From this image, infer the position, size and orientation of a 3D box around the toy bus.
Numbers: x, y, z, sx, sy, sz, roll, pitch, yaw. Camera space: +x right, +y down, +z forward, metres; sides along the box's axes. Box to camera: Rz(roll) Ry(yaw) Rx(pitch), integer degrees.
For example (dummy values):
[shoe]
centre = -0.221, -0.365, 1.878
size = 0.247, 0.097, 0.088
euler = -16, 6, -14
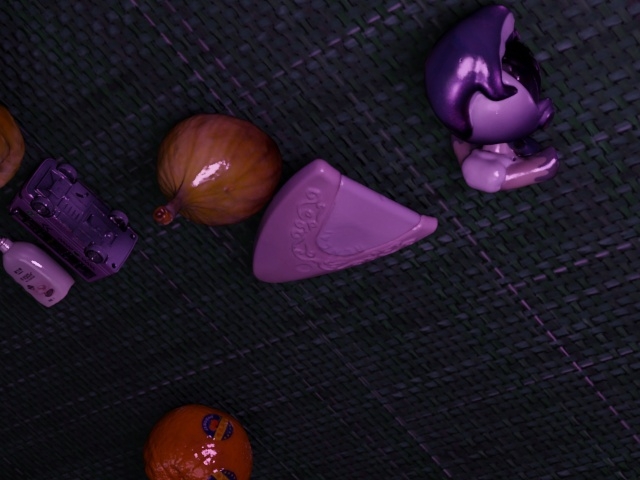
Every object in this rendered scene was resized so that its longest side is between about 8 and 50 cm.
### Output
[toy bus]
centre = -0.356, -0.025, 1.787
size = 0.098, 0.087, 0.178
euler = -23, 121, 44

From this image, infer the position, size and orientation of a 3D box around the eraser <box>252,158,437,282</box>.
[eraser]
centre = 0.000, 0.001, 1.630
size = 0.204, 0.059, 0.243
euler = 24, 138, -33

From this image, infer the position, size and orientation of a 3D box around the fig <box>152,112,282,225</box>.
[fig]
centre = -0.148, -0.090, 1.565
size = 0.160, 0.231, 0.143
euler = 10, 93, 23

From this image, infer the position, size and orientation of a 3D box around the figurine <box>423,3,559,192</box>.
[figurine]
centre = 0.180, -0.154, 1.411
size = 0.145, 0.145, 0.222
euler = 2, 132, 22

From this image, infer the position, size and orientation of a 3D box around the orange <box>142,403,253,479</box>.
[orange]
centre = -0.193, 0.344, 2.007
size = 0.177, 0.155, 0.177
euler = 7, 127, 10

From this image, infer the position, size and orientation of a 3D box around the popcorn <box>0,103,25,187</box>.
[popcorn]
centre = -0.569, -0.187, 1.639
size = 0.334, 0.293, 0.292
euler = 15, 178, 14

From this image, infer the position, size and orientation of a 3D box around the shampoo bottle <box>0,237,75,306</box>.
[shampoo bottle]
centre = -0.446, 0.032, 1.908
size = 0.077, 0.045, 0.152
euler = -27, 115, 39
